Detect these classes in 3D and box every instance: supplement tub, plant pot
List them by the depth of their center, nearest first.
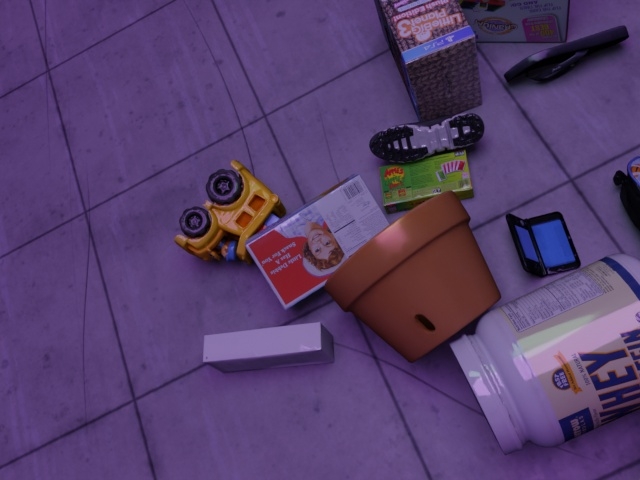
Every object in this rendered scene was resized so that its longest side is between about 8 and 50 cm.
[{"bbox_3d":[0.399,0.188,1.076,0.324,0.235,0.236,-27,63,5],"label":"supplement tub"},{"bbox_3d":[0.181,0.078,1.182,0.290,0.291,0.203,-37,78,0],"label":"plant pot"}]

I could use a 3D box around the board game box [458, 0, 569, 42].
[{"bbox_3d":[0.381,-0.525,1.337,0.242,0.316,0.064,6,69,19],"label":"board game box"}]

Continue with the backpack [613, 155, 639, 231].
[{"bbox_3d":[0.685,-0.078,1.124,0.263,0.213,0.277,-16,61,-1],"label":"backpack"}]

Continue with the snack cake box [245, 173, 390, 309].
[{"bbox_3d":[0.000,0.000,1.317,0.264,0.089,0.152,-31,99,-2],"label":"snack cake box"}]

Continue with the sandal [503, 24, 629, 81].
[{"bbox_3d":[0.508,-0.374,1.365,0.254,0.097,0.055,-17,91,11],"label":"sandal"}]

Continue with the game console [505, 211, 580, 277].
[{"bbox_3d":[0.417,-0.001,1.244,0.071,0.107,0.122,-32,58,35],"label":"game console"}]

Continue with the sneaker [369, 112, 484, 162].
[{"bbox_3d":[0.220,-0.214,1.383,0.234,0.106,0.078,-11,100,10],"label":"sneaker"}]

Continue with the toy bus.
[{"bbox_3d":[-0.166,-0.024,1.409,0.211,0.149,0.220,36,84,11],"label":"toy bus"}]

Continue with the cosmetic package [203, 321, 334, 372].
[{"bbox_3d":[-0.100,0.210,1.299,0.238,0.099,0.061,-8,66,13],"label":"cosmetic package"}]

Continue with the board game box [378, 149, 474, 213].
[{"bbox_3d":[0.217,-0.120,1.370,0.181,0.043,0.092,-11,64,13],"label":"board game box"}]

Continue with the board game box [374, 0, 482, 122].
[{"bbox_3d":[0.217,-0.435,1.398,0.141,0.232,0.291,-20,64,8],"label":"board game box"}]
